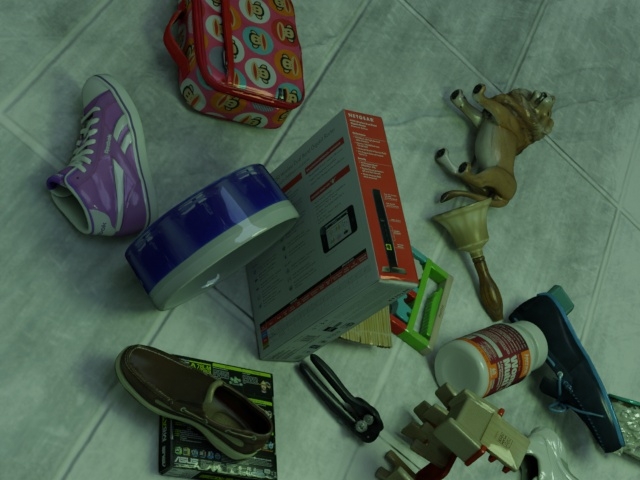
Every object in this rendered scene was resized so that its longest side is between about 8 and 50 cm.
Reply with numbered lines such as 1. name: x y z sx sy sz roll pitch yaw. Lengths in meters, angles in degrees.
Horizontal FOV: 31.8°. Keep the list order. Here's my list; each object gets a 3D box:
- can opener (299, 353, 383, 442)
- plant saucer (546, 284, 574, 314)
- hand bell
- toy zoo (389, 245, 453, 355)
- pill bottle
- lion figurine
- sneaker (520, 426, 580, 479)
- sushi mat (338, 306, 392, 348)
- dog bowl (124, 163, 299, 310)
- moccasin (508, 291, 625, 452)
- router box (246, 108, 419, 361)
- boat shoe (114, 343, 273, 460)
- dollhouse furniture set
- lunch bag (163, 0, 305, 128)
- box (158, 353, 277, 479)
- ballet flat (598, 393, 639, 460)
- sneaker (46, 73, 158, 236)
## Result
1. can opener: 0.034 0.271 1.909 0.186 0.073 0.059 43 84 -7
2. plant saucer: 0.476 0.155 2.361 0.192 0.018 0.067 -32 87 -45
3. hand bell: 0.322 0.046 2.260 0.126 0.126 0.242 -19 90 -44
4. toy zoo: 0.116 0.061 2.110 0.293 0.030 0.192 36 47 -17
5. pill bottle: 0.327 0.224 2.122 0.221 0.121 0.121 -14 74 -43
6. lion figurine: 0.381 -0.190 2.430 0.240 0.142 0.392 35 61 -28
7. sneaker: 0.431 0.470 2.097 0.115 0.090 0.232 -18 68 -37
8. sushi mat: 0.057 0.043 2.036 0.151 0.019 0.316 17 55 -32
9. dog bowl: -0.168 -0.005 1.749 0.265 0.265 0.104 -29 82 -45
10. moccasin: 0.485 0.273 2.227 0.342 0.117 0.138 66 4 27
11. router box: 0.000 0.000 1.833 0.082 0.335 0.301 8 60 -35
12. boat shoe: -0.179 0.225 1.662 0.257 0.095 0.095 34 49 -15
13. dollhouse furniture set: 0.208 0.363 1.844 0.135 0.259 0.262 39 47 -2
14. lunch bag: -0.168 -0.360 2.077 0.258 0.120 0.293 11 57 -30
15. box: -0.158 0.281 1.743 0.191 0.045 0.184 15 54 -32
16. ballet flat: 0.726 0.409 2.359 0.409 0.147 0.147 13 57 -31
17. sneaker: -0.366 -0.141 1.788 0.161 0.102 0.282 -6 69 -38
